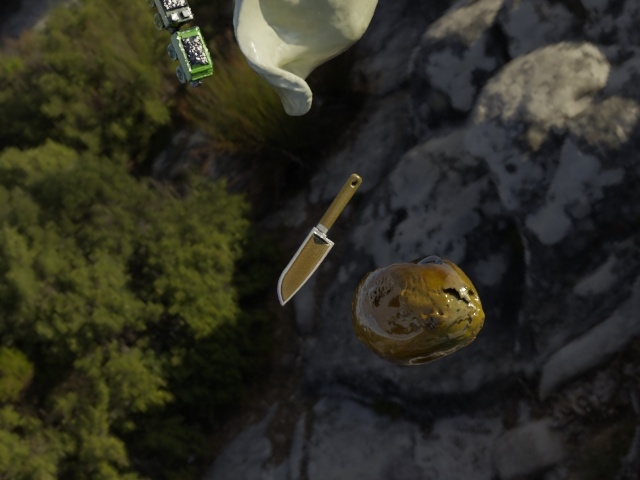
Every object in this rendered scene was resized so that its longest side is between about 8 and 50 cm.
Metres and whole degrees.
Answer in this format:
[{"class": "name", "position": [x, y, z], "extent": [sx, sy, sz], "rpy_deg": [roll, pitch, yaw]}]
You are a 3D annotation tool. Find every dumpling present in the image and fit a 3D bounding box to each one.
[{"class": "dumpling", "position": [-0.032, -0.321, 1.268], "extent": [0.187, 0.243, 0.318], "rpy_deg": [14, 82, 23]}]

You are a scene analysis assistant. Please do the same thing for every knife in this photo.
[{"class": "knife", "position": [0.000, 0.000, 1.820], "extent": [0.256, 0.046, 0.022], "rpy_deg": [-56, 16, -4]}]

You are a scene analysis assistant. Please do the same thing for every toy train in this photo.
[{"class": "toy train", "position": [-0.247, -0.369, 1.896], "extent": [0.060, 0.202, 0.081], "rpy_deg": [-22, 0, -25]}]

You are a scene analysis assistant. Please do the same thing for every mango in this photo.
[{"class": "mango", "position": [0.136, 0.102, 1.497], "extent": [0.249, 0.156, 0.151], "rpy_deg": [-13, 56, 60]}]
